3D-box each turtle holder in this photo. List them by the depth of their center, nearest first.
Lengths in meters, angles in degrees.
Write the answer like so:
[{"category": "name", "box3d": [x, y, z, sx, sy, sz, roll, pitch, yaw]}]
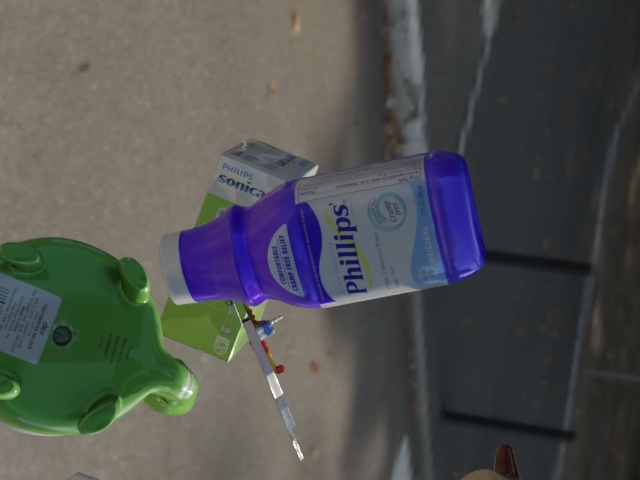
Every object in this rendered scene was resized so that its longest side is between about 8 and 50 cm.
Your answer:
[{"category": "turtle holder", "box3d": [-0.309, 0.118, 1.816, 0.227, 0.320, 0.243, -18, -99, 65]}]

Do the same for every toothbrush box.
[{"category": "toothbrush box", "box3d": [-0.118, 0.009, 2.145, 0.206, 0.122, 0.283, -48, 161, -75]}]

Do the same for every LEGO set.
[{"category": "LEGO set", "box3d": [-0.062, 0.103, 1.651, 0.182, 0.060, 0.244, 72, -8, -49]}]

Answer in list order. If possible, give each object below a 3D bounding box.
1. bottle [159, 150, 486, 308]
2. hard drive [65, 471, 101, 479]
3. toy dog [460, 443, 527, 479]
[{"category": "bottle", "box3d": [0.000, 0.000, 1.301, 0.092, 0.283, 0.118, -73, 151, -71]}, {"category": "hard drive", "box3d": [-0.260, 0.523, 2.365, 0.047, 0.353, 0.233, -33, 124, -42]}, {"category": "toy dog", "box3d": [0.115, 0.311, 1.355, 0.220, 0.334, 0.161, 53, 13, -32]}]
